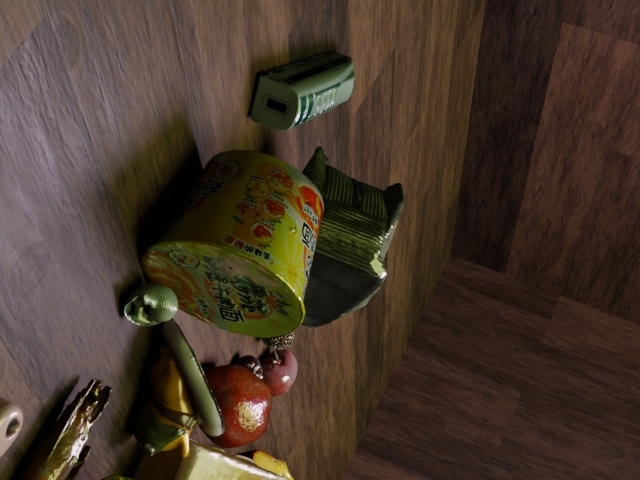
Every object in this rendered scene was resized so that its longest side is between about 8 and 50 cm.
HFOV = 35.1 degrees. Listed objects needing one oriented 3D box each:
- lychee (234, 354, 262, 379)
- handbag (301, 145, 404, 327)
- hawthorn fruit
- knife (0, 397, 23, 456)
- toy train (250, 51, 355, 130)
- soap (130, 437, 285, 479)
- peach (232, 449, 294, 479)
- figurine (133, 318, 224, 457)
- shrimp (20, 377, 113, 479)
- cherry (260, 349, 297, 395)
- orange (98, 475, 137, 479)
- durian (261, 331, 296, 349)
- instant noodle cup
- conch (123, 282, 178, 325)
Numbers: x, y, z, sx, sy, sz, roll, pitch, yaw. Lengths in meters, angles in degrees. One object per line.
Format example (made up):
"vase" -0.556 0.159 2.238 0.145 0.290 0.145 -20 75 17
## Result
"lychee" -0.151 0.275 2.114 0.067 0.068 0.083 -65 -171 -29
"handbag" 0.000 0.000 1.864 0.341 0.247 0.240 -45 -154 56
"hawthorn fruit" -0.186 0.309 1.936 0.203 0.163 0.162 43 68 -56
"knife" -0.462 0.320 1.170 0.336 0.043 0.081 -57 161 -33
"toy train" -0.002 -0.282 1.856 0.407 0.088 0.086 -39 146 -63
"soap" -0.242 0.539 1.846 0.293 0.156 0.335 35 74 -43
"peach" -0.134 0.578 2.156 0.338 0.281 0.281 -17 129 -46
"figurine" -0.265 0.259 1.696 0.141 0.166 0.250 -26 119 -15
"shrimp" -0.370 0.315 1.444 0.248 0.068 0.150 -61 176 -9
"cherry" -0.096 0.301 2.301 0.106 0.087 0.126 -58 159 -23
"orange" -0.333 0.532 1.542 0.262 0.196 0.334 -68 155 -68
"durian" -0.096 0.199 2.204 0.080 0.091 0.080 -44 -156 25
"instant noodle cup" -0.116 -0.001 1.557 0.264 0.264 0.200 87 21 -57
"conch" -0.259 0.093 1.528 0.085 0.076 0.056 50 18 -45
